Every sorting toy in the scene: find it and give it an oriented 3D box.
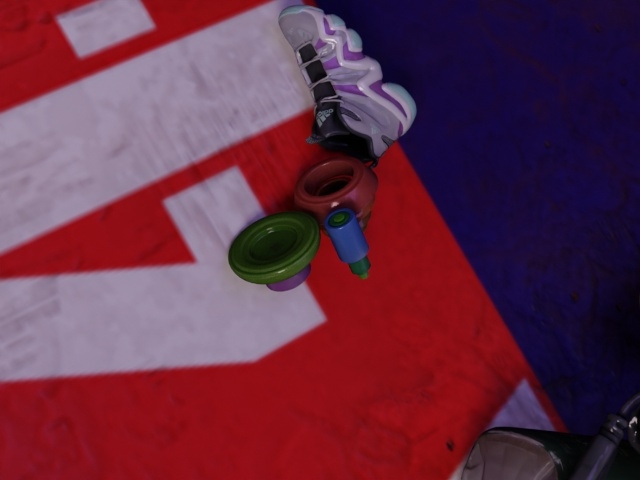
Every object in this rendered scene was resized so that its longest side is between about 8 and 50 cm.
[{"bbox_3d":[0.000,0.000,0.973,0.102,0.061,0.042,-47,132,-29],"label":"sorting toy"}]

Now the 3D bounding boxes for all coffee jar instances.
[{"bbox_3d":[0.173,0.147,0.980,0.184,0.096,0.079,9,89,-28],"label":"coffee jar"}]

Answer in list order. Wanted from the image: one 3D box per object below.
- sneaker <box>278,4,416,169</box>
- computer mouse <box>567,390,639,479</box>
[{"bbox_3d":[0.004,-0.081,1.011,0.098,0.038,0.069,42,54,-9],"label":"sneaker"},{"bbox_3d":[0.167,0.204,0.899,0.184,0.060,0.262,34,84,-29],"label":"computer mouse"}]
